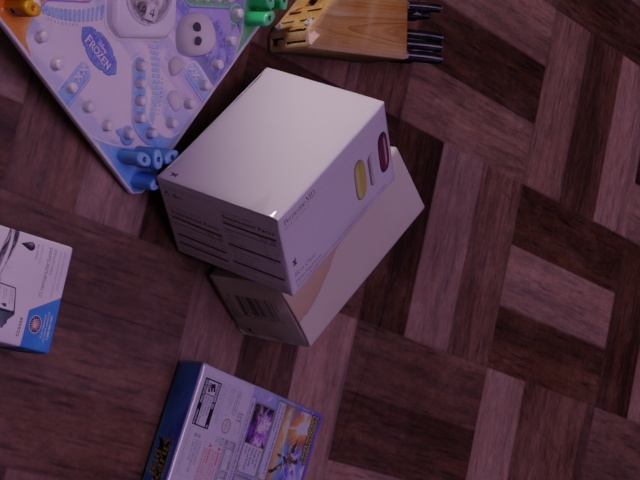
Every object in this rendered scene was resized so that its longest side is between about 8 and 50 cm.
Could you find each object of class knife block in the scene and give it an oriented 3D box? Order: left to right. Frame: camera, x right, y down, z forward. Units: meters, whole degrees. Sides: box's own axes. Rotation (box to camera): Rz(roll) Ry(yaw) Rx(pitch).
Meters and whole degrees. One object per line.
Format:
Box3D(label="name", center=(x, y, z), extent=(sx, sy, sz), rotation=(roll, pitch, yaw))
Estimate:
Box3D(label="knife block", center=(0.074, -0.307, 2.135), extent=(0.242, 0.088, 0.276), rotation=(54, 56, -29))

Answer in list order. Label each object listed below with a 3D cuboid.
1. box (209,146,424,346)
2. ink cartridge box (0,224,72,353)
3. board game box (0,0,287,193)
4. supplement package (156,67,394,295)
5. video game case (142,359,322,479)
Box3D(label="box", center=(0.000, 0.000, 2.026), extent=(0.311, 0.148, 0.121), rotation=(-50, 128, -33))
Box3D(label="ink cartridge box", center=(-0.411, 0.050, 1.682), extent=(0.190, 0.082, 0.140), rotation=(20, 77, -44))
Box3D(label="board game box", center=(-0.223, -0.324, 1.826), extent=(0.390, 0.050, 0.390), rotation=(-58, 137, -26))
Box3D(label="supplement package", center=(-0.055, -0.086, 1.908), extent=(0.262, 0.204, 0.145), rotation=(-49, 145, -33))
Box3D(label="video game case", center=(-0.133, 0.334, 1.965), extent=(0.244, 0.061, 0.270), rotation=(29, 71, -39))
